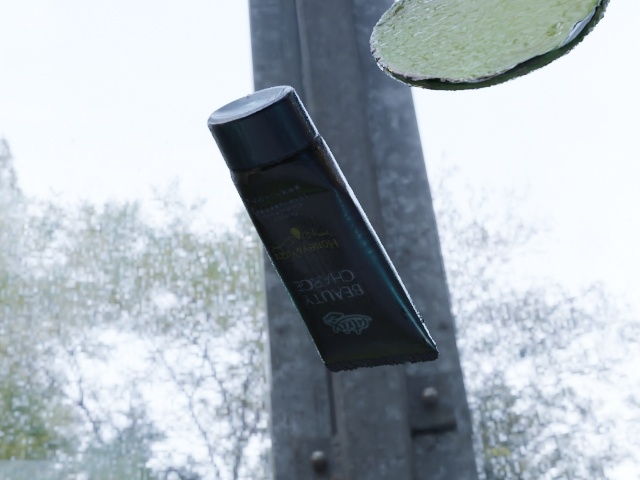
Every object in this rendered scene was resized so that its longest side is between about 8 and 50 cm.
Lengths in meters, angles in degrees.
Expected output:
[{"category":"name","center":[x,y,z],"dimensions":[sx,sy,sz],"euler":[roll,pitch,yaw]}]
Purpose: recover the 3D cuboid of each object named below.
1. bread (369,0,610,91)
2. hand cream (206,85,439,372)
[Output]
[{"category":"bread","center":[0.159,-0.209,0.975],"dimensions":[0.228,0.228,0.033],"euler":[-16,-50,14]},{"category":"hand cream","center":[0.000,0.000,0.880],"dimensions":[0.120,0.061,0.270],"euler":[-12,-62,33]}]
